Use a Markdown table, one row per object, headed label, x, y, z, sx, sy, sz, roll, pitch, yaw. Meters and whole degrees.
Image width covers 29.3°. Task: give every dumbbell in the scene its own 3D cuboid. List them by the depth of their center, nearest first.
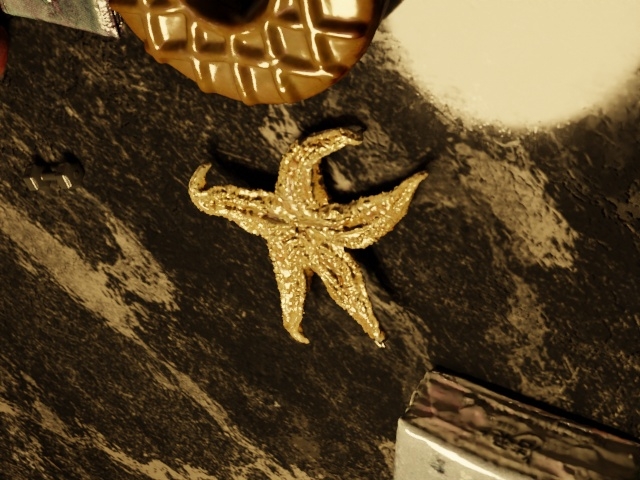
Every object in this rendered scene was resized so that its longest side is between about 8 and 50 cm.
| label | x | y | z | sx | sy | sz | roll | pitch | yaw |
| --- | --- | --- | --- | --- | --- | --- | --- | --- | --- |
| dumbbell | -0.344 | -0.083 | 1.576 | 0.083 | 0.036 | 0.040 | -1 | 126 | 34 |

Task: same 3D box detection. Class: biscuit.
| label | x | y | z | sx | sy | sz | roll | pitch | yaw |
| --- | --- | --- | --- | --- | --- | --- | --- | --- | --- |
| biscuit | -0.082 | -0.278 | 1.165 | 0.332 | 0.103 | 0.332 | 19 | 138 | 18 |

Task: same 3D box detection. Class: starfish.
| label | x | y | z | sx | sy | sz | roll | pitch | yaw |
| --- | --- | --- | --- | --- | --- | --- | --- | --- | --- |
| starfish | 0.002 | -0.002 | 1.409 | 0.299 | 0.060 | 0.302 | 2 | 124 | 24 |

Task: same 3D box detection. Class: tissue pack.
| label | x | y | z | sx | sy | sz | roll | pitch | yaw |
| --- | --- | --- | --- | --- | --- | --- | --- | --- | --- |
| tissue pack | 0.233 | 0.367 | 1.565 | 0.288 | 0.124 | 0.394 | 17 | 136 | 16 |

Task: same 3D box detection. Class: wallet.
| label | x | y | z | sx | sy | sz | roll | pitch | yaw |
| --- | --- | --- | --- | --- | --- | --- | --- | --- | --- |
| wallet | -0.298 | -0.287 | 1.356 | 0.166 | 0.030 | 0.111 | 17 | 141 | 21 |

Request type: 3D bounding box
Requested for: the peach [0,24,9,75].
| label | x | y | z | sx | sy | sz | roll | pitch | yaw |
| --- | --- | --- | --- | --- | --- | --- | --- | --- | --- |
| peach | -0.446 | -0.225 | 1.425 | 0.152 | 0.152 | 0.152 | 18 | 137 | 18 |
